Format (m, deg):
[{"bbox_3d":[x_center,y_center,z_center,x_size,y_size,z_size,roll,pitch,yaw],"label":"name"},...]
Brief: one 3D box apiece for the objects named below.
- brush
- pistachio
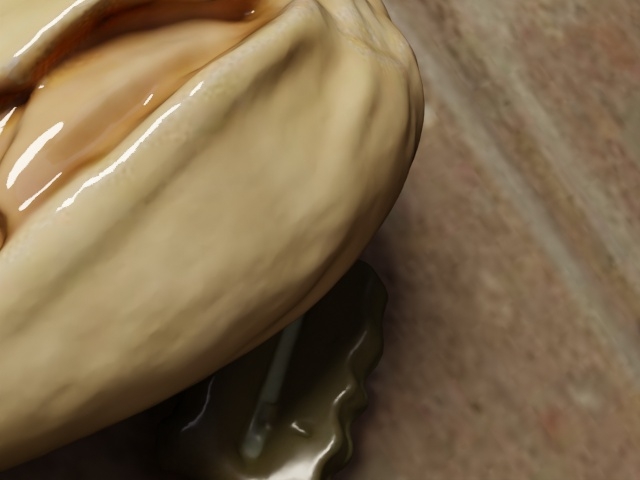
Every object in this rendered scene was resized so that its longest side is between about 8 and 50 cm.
[{"bbox_3d":[0.000,0.000,0.759,0.084,0.071,0.301,28,49,-12],"label":"brush"},{"bbox_3d":[-0.095,-0.024,0.621,0.318,0.214,0.193,-36,78,-21],"label":"pistachio"}]
